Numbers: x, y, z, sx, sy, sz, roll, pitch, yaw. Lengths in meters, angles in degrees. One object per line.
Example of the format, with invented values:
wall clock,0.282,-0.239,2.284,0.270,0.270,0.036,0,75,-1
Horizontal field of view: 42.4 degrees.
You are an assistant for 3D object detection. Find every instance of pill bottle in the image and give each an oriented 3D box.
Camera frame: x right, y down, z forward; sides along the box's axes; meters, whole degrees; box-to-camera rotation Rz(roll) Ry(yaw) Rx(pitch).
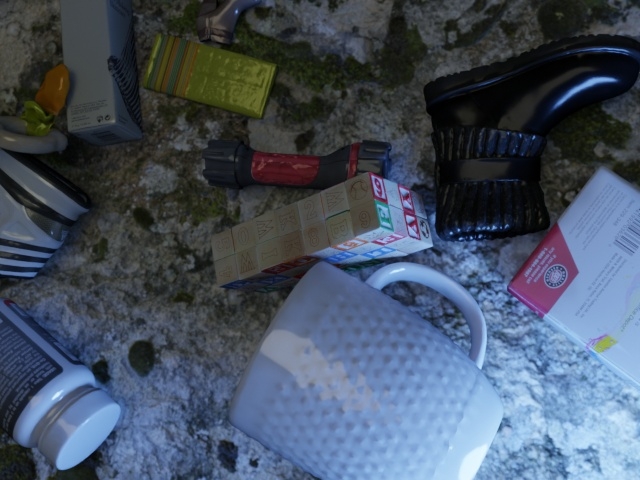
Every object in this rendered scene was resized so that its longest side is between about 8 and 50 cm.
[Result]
pill bottle,-0.482,0.238,1.370,0.283,0.161,0.161,37,92,16

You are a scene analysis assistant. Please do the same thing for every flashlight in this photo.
flashlight,-0.039,-0.120,1.339,0.303,0.103,0.103,6,118,9

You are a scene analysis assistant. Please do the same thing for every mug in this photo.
mug,0.102,0.192,1.206,0.328,0.276,0.374,29,59,10

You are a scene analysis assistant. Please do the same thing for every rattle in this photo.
rattle,-0.504,-0.208,1.324,0.130,0.199,0.143,55,128,35

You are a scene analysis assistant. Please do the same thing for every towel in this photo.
towel,-0.196,-0.289,1.450,0.237,0.021,0.102,17,92,14

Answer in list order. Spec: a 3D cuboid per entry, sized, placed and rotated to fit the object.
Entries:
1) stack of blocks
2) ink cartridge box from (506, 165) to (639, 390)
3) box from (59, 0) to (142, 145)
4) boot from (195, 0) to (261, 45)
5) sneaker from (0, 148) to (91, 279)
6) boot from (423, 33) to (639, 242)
stack of blocks,0.000,0.000,1.278,0.297,0.171,0.087,-20,71,28
ink cartridge box,0.457,0.076,1.185,0.306,0.131,0.226,39,92,14
box,-0.386,-0.314,1.450,0.094,0.113,0.275,-8,82,12
boot,-0.161,-0.386,1.446,0.118,0.042,0.087,3,89,15
sneaker,-0.647,-0.089,1.450,0.447,0.169,0.258,34,89,13
boot,0.328,-0.142,1.242,0.347,0.131,0.260,-13,72,22
